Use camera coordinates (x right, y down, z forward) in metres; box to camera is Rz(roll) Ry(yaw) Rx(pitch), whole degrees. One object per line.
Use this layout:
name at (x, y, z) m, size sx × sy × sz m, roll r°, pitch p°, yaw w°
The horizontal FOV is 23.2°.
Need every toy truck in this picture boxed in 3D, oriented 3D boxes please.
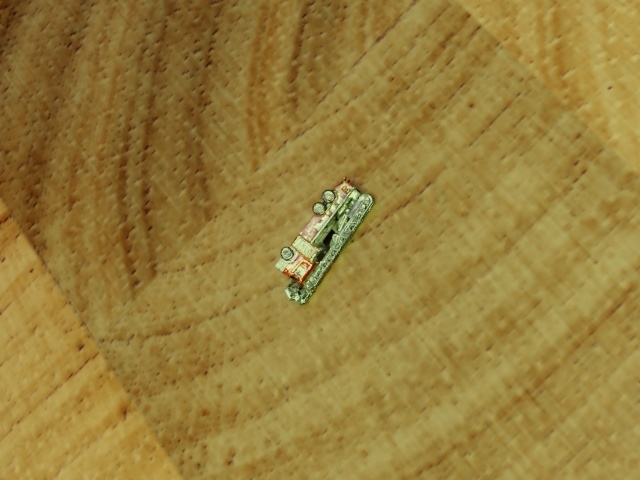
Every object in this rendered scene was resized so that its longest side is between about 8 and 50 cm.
toy truck at (0.000, 0.000, 0.970) m, size 0.032 × 0.024 × 0.083 m, roll 37°, pitch 92°, yaw 7°
